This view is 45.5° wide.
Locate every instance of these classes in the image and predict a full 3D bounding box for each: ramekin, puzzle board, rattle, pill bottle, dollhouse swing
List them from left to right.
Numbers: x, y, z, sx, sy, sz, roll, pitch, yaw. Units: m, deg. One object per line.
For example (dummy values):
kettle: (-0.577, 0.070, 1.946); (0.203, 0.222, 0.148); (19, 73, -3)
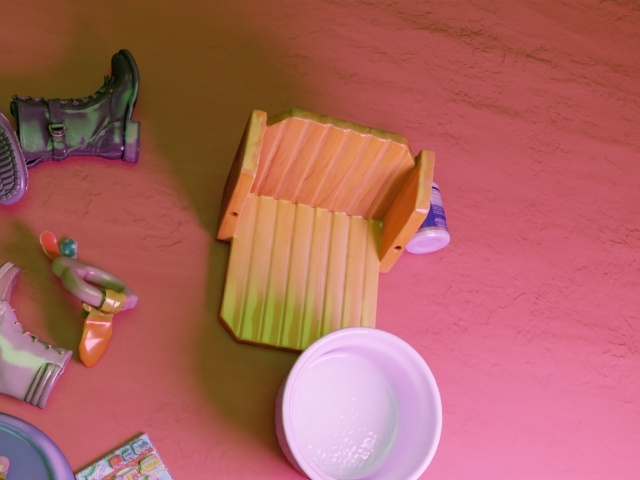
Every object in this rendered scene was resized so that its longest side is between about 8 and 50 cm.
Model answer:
rattle: (-0.422, 0.095, 1.307); (0.200, 0.143, 0.130); (29, 26, 13)
puzzle board: (-0.310, 0.380, 1.216); (0.128, 0.011, 0.096); (-28, 77, -28)
dollhouse swing: (0.000, 0.000, 1.366); (0.347, 0.315, 0.305); (13, 51, -13)
ramekin: (0.053, 0.293, 1.293); (0.277, 0.135, 0.277); (5, 73, -16)
pill bottle: (0.203, -0.067, 1.562); (0.094, 0.094, 0.169); (0, 65, -19)

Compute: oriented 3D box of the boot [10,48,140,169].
boot: (-0.458, -0.253, 1.428); (0.229, 0.091, 0.263); (1, 67, -19)

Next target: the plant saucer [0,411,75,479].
plant saucer: (-0.505, 0.373, 1.083); (0.317, 0.043, 0.317); (15, 44, -15)

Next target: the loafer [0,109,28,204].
loafer: (-0.570, -0.179, 1.341); (0.094, 0.087, 0.251); (-24, 82, 7)

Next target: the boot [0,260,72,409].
boot: (-0.480, 0.152, 1.232); (0.165, 0.077, 0.213); (18, 66, -9)

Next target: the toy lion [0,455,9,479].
toy lion: (-0.474, 0.355, 1.066); (0.100, 0.034, 0.096); (3, 56, -26)
